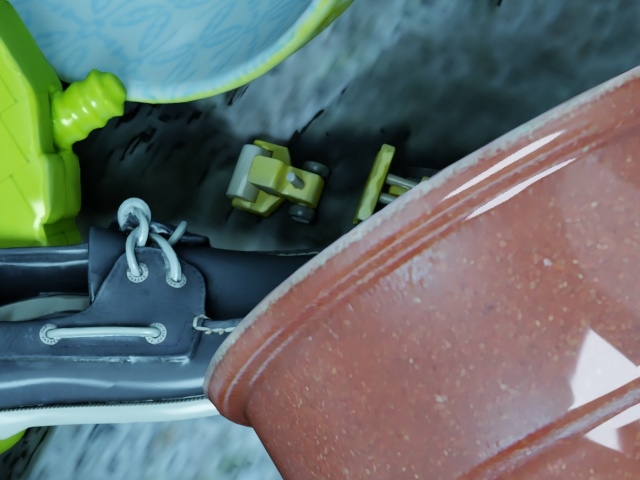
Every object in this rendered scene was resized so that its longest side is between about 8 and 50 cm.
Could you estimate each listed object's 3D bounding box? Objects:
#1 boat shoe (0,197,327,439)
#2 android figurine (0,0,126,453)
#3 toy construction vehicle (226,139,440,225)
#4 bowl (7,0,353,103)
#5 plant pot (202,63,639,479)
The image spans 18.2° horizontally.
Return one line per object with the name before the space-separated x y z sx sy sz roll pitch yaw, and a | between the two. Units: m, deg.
boat shoe | -0.067 0.021 0.685 0.206 0.075 0.065 -10 110 2
android figurine | -0.203 -0.013 0.758 0.273 0.056 0.248 -34 89 9
toy construction vehicle | 0.000 0.000 0.749 0.098 0.035 0.086 19 79 21
bowl | -0.046 -0.210 0.747 0.289 0.289 0.156 36 43 23
plant pot | 0.144 0.104 0.566 0.272 0.272 0.265 -27 76 7
